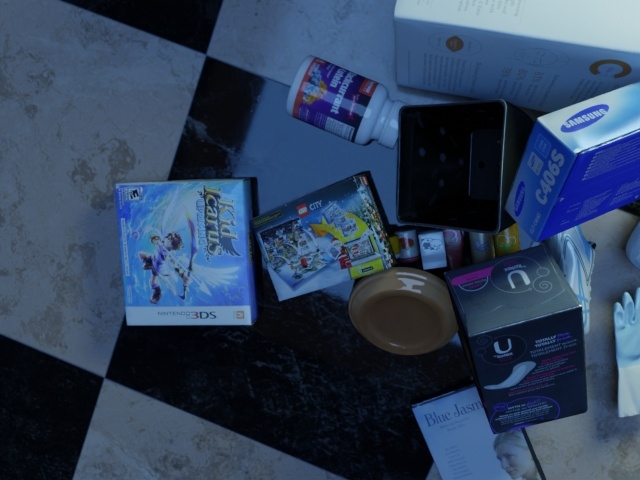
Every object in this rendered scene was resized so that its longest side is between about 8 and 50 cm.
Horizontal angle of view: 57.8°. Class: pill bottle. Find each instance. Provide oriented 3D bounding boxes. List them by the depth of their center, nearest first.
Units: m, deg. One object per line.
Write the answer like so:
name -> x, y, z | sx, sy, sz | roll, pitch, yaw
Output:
pill bottle -> 0.049, -0.227, 0.977 | 0.193, 0.108, 0.108 | 23, 101, 3

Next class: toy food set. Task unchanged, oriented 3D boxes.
toy food set -> 0.217, 0.027, 0.992 | 0.232, 0.111, 0.105 | -9, 97, 9

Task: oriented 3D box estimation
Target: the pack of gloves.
pack of gloves -> 0.600, 0.179, 1.012 | 0.194, 0.046, 0.232 | -8, 101, -3

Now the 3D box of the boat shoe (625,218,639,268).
boat shoe -> 0.608, -0.082, 0.934 | 0.109, 0.094, 0.302 | 31, 110, -9

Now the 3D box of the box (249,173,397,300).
box -> 0.000, 0.000, 1.001 | 0.233, 0.044, 0.159 | -19, 91, 33

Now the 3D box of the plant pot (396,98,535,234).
plant pot -> 0.245, -0.118, 0.920 | 0.188, 0.166, 0.188 | 9, 102, 45

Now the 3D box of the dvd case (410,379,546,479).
dvd case -> 0.299, 0.387, 1.082 | 0.180, 0.022, 0.253 | -23, 95, 10

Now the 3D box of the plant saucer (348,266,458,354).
plant saucer -> 0.145, 0.133, 1.011 | 0.199, 0.037, 0.200 | 7, 129, 9

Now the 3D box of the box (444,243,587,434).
box -> 0.315, 0.163, 0.925 | 0.165, 0.143, 0.270 | -17, 129, 8

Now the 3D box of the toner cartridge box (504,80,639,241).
toner cartridge box -> 0.425, -0.130, 0.773 | 0.347, 0.165, 0.075 | -21, 53, -16

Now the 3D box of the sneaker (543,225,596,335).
sneaker -> 0.433, 0.053, 0.985 | 0.086, 0.085, 0.237 | -13, 100, 2

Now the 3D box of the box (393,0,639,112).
box -> 0.294, -0.315, 0.843 | 0.345, 0.215, 0.168 | 14, 82, 11

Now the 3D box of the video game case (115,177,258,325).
video game case -> -0.246, 0.023, 1.078 | 0.244, 0.061, 0.270 | -2, 98, 7
